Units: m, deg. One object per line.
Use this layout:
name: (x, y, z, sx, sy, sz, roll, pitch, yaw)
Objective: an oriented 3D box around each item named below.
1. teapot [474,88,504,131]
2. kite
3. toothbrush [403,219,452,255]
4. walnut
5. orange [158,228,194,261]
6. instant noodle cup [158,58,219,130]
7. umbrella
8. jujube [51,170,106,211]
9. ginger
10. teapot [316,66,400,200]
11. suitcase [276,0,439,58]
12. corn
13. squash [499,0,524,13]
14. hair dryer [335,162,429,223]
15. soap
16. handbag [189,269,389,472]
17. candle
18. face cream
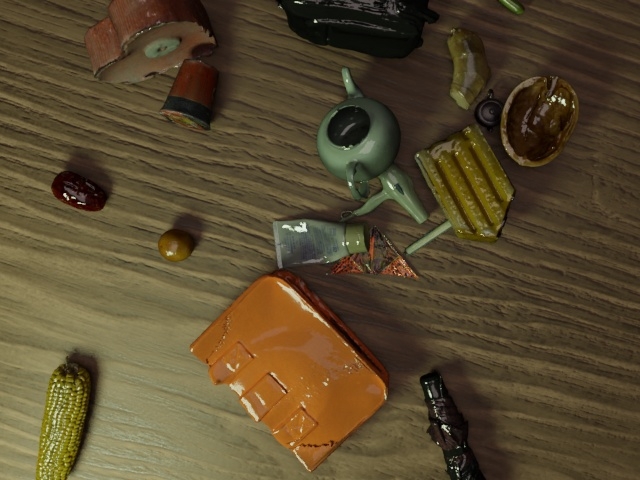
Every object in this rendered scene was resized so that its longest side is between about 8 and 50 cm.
teapot: (0.391, -0.298, 1.636, 0.067, 0.045, 0.100, -1, 93, 1)
kite: (0.126, 0.025, 1.681, 0.222, 0.008, 0.125, 3, 92, 3)
toothbrush: (0.317, -0.050, 1.658, 0.294, 0.028, 0.026, -33, 73, 3)
walnut: (0.481, -0.270, 1.612, 0.167, 0.087, 0.211, 23, 95, -5)
orange: (-0.338, 0.011, 1.670, 0.085, 0.085, 0.085, 0, 92, 3)
instant noodle cup: (-0.293, -0.336, 1.638, 0.127, 0.127, 0.136, 16, 85, 2)
umbrella: (0.306, 0.459, 1.650, 0.090, 0.094, 0.326, -20, 92, -11)
jujube: (-0.567, -0.111, 1.678, 0.129, 0.077, 0.077, 28, 93, -8)
ginger: (0.335, -0.396, 1.624, 0.095, 0.069, 0.190, -8, 93, 28)
teapot: (0.080, -0.229, 1.588, 0.193, 0.129, 0.295, -9, 68, 22)
suitcase: (0.071, -0.508, 1.492, 0.339, 0.345, 0.188, 9, 96, 0)
corn: (-0.608, 0.433, 1.687, 0.101, 0.101, 0.311, 10, 91, 2)
squash: (0.432, -0.549, 1.633, 0.083, 0.027, 0.027, 41, 94, 0)
hair dryer: (0.155, -0.066, 1.660, 0.167, 0.067, 0.199, 38, 104, -5)
soap: (0.341, -0.115, 1.606, 0.160, 0.080, 0.258, -28, 80, 5)
handbag: (-0.062, 0.294, 1.652, 0.303, 0.116, 0.410, -44, 89, 7)
candle: (-0.356, -0.466, 1.570, 0.287, 0.317, 0.132, -16, 88, -38)
face cream: (0.000, 0.000, 1.668, 0.224, 0.070, 0.114, -6, 92, 15)
